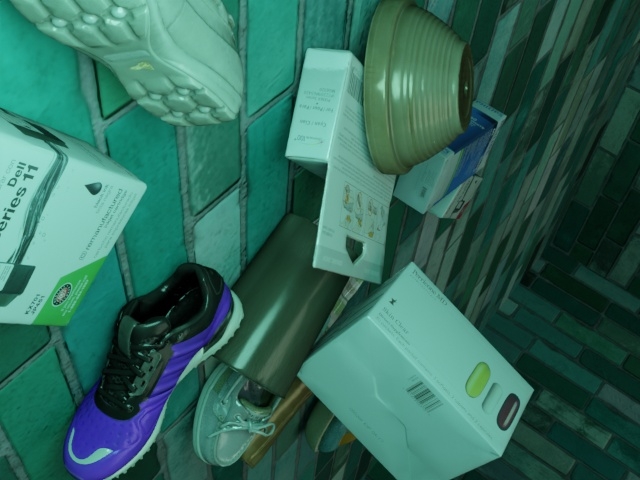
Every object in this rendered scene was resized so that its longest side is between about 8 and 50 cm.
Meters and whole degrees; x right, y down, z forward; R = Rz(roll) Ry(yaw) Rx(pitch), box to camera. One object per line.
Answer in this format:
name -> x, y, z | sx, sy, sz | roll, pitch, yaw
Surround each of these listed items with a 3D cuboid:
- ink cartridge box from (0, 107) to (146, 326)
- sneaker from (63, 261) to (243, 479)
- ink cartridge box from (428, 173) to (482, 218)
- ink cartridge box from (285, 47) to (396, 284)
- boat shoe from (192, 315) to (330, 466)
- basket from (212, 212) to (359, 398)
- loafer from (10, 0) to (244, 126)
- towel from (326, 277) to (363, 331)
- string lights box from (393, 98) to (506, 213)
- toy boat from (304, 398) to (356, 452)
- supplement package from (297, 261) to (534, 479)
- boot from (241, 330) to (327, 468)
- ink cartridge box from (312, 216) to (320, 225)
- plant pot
ink cartridge box -> -0.253, -0.019, 0.643 | 0.153, 0.086, 0.208 | -59, 159, 5
sneaker -> -0.216, 0.141, 0.978 | 0.293, 0.102, 0.146 | -54, 157, -20
ink cartridge box -> 0.281, -0.106, 1.784 | 0.109, 0.063, 0.150 | -61, 160, 13
ink cartridge box -> 0.035, -0.083, 1.109 | 0.296, 0.066, 0.261 | 21, 79, -69
boat shoe -> -0.094, 0.224, 1.314 | 0.118, 0.103, 0.321 | 31, 90, -45
basket -> -0.056, 0.088, 1.185 | 0.227, 0.154, 0.204 | -57, 172, -9
loafer -> -0.146, -0.192, 0.630 | 0.319, 0.111, 0.112 | 48, 41, -69
towel -> 0.040, 0.108, 1.614 | 0.152, 0.023, 0.113 | -54, 161, -6
string lights box -> 0.254, -0.167, 1.608 | 0.259, 0.076, 0.133 | -35, 152, -46
toy boat -> 0.072, 0.376, 1.916 | 0.267, 0.148, 0.318 | -50, 160, -16
supplement package -> 0.134, 0.204, 1.208 | 0.204, 0.262, 0.145 | -42, -178, 45
boot -> -0.073, 0.283, 1.530 | 0.269, 0.089, 0.236 | -46, 149, -14
ink cartridge box -> 0.000, 0.000, 1.345 | 0.048, 0.028, 0.083 | -39, 153, -41
plant pot -> 0.141, -0.204, 1.102 | 0.237, 0.109, 0.238 | 3, 90, -71
